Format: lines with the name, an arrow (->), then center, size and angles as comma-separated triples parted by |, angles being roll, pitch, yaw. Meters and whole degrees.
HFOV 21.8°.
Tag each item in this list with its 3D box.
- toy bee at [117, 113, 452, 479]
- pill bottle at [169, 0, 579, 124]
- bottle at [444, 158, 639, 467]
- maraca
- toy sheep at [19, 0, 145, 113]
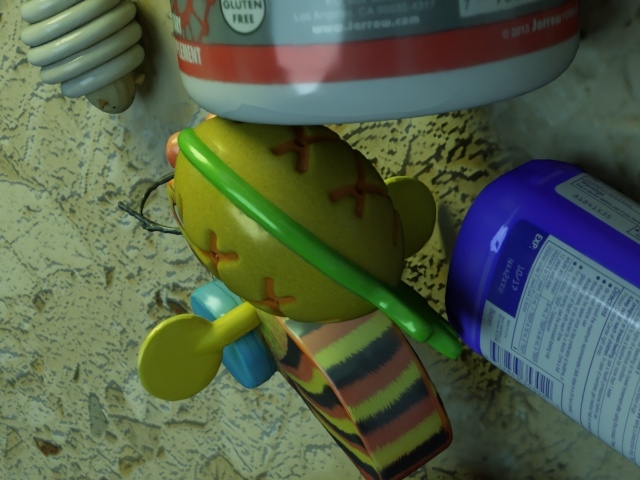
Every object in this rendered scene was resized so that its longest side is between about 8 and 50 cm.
toy bee -> -0.045, 0.013, 0.989 | 0.298, 0.195, 0.162 | 23, 150, 27
pill bottle -> 0.013, -0.252, 0.822 | 0.210, 0.210, 0.362 | 8, 111, 44
bottle -> 0.193, 0.067, 0.848 | 0.283, 0.092, 0.118 | 35, 133, 32
maraca -> 0.000, 0.000, 0.876 | 0.186, 0.127, 0.099 | 38, 99, -3
toy sheep -> -0.166, -0.146, 1.142 | 0.091, 0.091, 0.132 | -11, 116, 47
